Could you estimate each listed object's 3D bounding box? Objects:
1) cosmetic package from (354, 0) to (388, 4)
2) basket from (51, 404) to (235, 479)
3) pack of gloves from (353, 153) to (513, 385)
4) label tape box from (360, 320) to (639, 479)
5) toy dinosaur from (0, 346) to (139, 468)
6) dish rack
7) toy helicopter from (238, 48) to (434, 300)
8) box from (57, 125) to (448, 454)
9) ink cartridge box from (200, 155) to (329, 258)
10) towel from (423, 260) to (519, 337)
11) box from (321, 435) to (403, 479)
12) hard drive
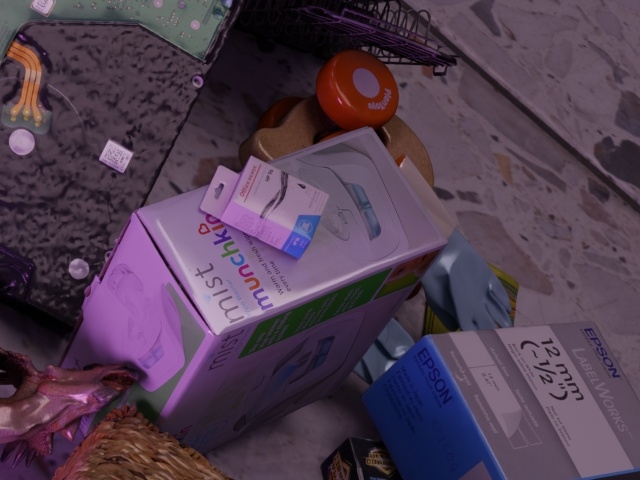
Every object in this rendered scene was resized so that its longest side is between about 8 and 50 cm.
[{"bbox_3d":[-0.027,-0.325,1.906,0.284,0.097,0.377,17,1,-12],"label":"cosmetic package"},{"bbox_3d":[-0.103,0.301,1.402,0.299,0.213,0.223,36,8,-4],"label":"basket"},{"bbox_3d":[0.081,0.071,1.797,0.232,0.046,0.195,51,58,-28],"label":"pack of gloves"},{"bbox_3d":[0.235,0.201,1.748,0.348,0.115,0.249,-4,56,-42],"label":"label tape box"},{"bbox_3d":[-0.307,0.112,1.454,0.296,0.127,0.200,26,27,5],"label":"toy dinosaur"},{"bbox_3d":[0.010,-0.226,1.959,0.208,0.271,0.074,15,89,-29],"label":"dish rack"},{"bbox_3d":[0.000,0.000,1.839,0.235,0.140,0.355,47,48,-8],"label":"toy helicopter"},{"bbox_3d":[-0.064,0.053,1.555,0.231,0.262,0.127,-22,69,-34],"label":"box"},{"bbox_3d":[-0.041,-0.028,1.434,0.083,0.028,0.048,26,52,-6],"label":"ink cartridge box"},{"bbox_3d":[0.149,0.100,1.925,0.102,0.021,0.237,28,40,-16],"label":"towel"},{"bbox_3d":[0.119,0.270,1.713,0.220,0.051,0.175,12,46,-33],"label":"box"},{"bbox_3d":[-0.236,-0.121,1.644,0.237,0.064,0.339,29,72,-15],"label":"hard drive"}]
